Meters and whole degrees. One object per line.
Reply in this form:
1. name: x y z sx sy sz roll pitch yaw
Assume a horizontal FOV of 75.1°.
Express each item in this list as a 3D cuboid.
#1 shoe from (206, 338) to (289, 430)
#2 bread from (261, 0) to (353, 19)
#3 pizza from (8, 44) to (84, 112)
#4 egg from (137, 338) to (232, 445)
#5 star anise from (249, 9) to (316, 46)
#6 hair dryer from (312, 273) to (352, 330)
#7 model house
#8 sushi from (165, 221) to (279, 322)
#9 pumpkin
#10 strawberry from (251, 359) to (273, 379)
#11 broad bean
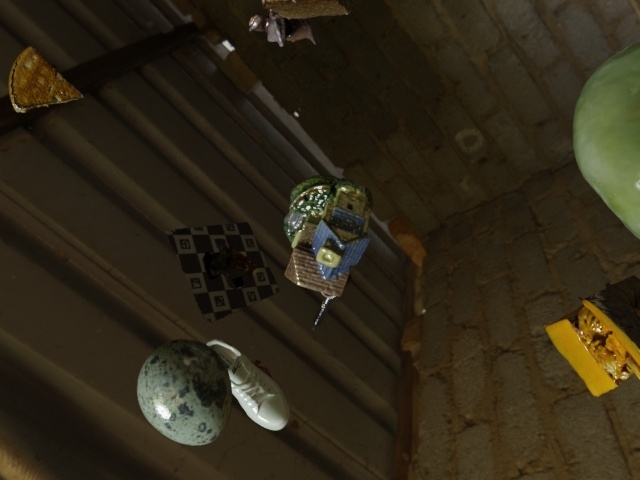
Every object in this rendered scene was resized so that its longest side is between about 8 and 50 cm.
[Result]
1. shoe: -0.239 0.447 1.332 0.363 0.160 0.132 38 -115 18
2. bread: -0.005 -0.592 0.679 0.113 0.165 0.416 -6 -75 -53
3. pizza: -0.760 -0.440 1.161 0.176 0.036 0.184 -1 -87 -35
4. egg: -0.202 0.234 0.639 0.172 0.132 0.132 68 -151 -14
5. star anise: -0.079 -0.539 0.861 0.148 0.227 0.218 -6 -140 -17
6. hair dryer: 0.025 0.224 1.515 0.070 0.255 0.128 34 -150 18
7. model house: 0.000 0.000 1.261 0.261 0.321 0.266 18 -134 -7
8. sushi: -0.198 0.058 0.848 0.210 0.040 0.192 -15 -104 -53
9. pumpkin: 0.439 0.157 0.647 0.281 0.190 0.139 -3 -127 -38
10. strawberry: -0.249 0.537 1.597 0.145 0.145 0.086 54 -146 -4
11. broad bean: 0.285 -0.049 0.284 0.228 0.169 0.100 59 178 22
